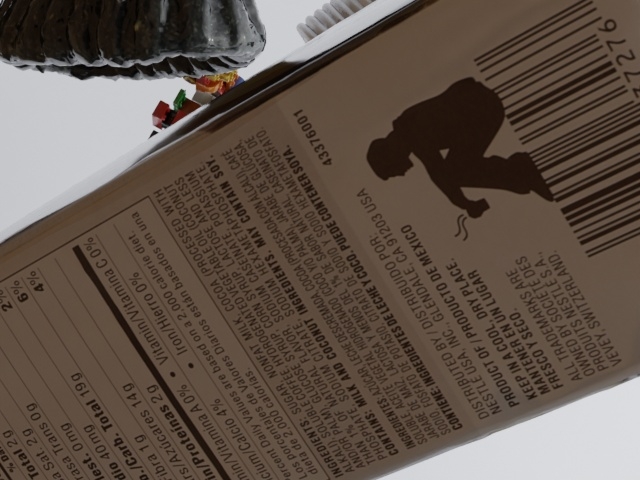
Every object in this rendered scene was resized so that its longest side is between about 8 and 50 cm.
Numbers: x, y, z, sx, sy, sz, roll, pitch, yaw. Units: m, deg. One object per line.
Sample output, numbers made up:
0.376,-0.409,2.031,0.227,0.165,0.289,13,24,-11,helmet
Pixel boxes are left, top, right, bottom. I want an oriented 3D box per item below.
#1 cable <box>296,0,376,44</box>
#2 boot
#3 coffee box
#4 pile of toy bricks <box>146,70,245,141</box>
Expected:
0.088,-0.113,1.121,0.089,0.257,0.257,-41,-111,5,cable
-0.060,-0.210,0.578,0.348,0.131,0.260,174,-78,-69,boot
0.000,0.000,0.437,0.297,0.168,0.119,-27,-79,28,coffee box
-0.089,-0.101,1.203,0.105,0.212,0.118,28,-104,1,pile of toy bricks
